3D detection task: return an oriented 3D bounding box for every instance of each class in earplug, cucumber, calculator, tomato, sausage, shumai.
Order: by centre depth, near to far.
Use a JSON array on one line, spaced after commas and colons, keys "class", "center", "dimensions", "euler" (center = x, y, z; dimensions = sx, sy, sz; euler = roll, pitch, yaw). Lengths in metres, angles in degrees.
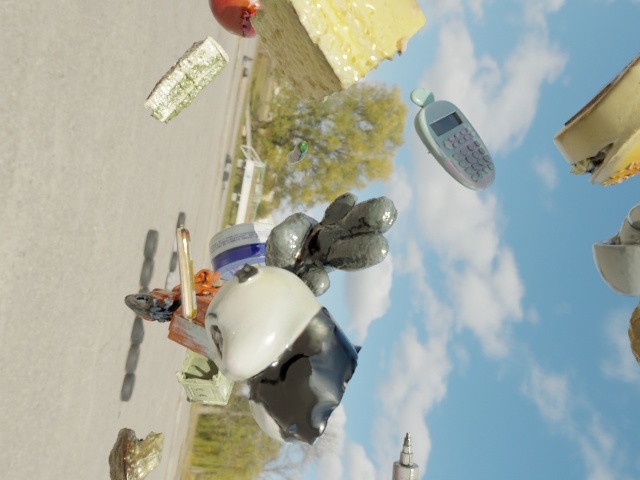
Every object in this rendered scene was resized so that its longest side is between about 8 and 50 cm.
[{"class": "sausage", "center": [-0.136, 0.034, 0.476], "dimensions": [0.015, 0.015, 0.100], "euler": [-156, -118, -81]}, {"class": "earplug", "center": [0.746, -0.010, 1.009], "dimensions": [0.325, 0.214, 0.175], "euler": [-59, -133, 36]}, {"class": "shumai", "center": [-0.410, 0.491, 1.031], "dimensions": [0.123, 0.105, 0.139], "euler": [-57, -159, 28]}, {"class": "cucumber", "center": [-0.055, -0.202, 1.105], "dimensions": [0.184, 0.033, 0.036], "euler": [174, -88, -75]}, {"class": "calculator", "center": [0.321, -0.250, 1.150], "dimensions": [0.186, 0.298, 0.041], "euler": [-34, 176, -38]}, {"class": "tomato", "center": [-0.211, -0.659, 1.290], "dimensions": [0.136, 0.195, 0.195], "euler": [144, -44, -75]}]

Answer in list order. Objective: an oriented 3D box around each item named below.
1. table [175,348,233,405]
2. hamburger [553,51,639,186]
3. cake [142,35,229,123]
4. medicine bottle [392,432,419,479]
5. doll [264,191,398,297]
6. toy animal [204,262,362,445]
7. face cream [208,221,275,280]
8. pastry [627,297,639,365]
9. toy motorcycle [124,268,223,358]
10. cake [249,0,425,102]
[{"class": "table", "center": [-0.205, 0.243, 0.840], "dimensions": [0.062, 0.079, 0.083], "euler": [-76, 164, -49]}, {"class": "hamburger", "center": [0.611, -0.239, 0.908], "dimensions": [0.300, 0.176, 0.300], "euler": [-41, 169, -10]}, {"class": "cake", "center": [-0.195, -0.227, 0.670], "dimensions": [0.140, 0.051, 0.055], "euler": [-48, -146, -7]}, {"class": "medicine bottle", "center": [0.179, 0.512, 0.997], "dimensions": [0.057, 0.058, 0.199], "euler": [147, -51, -77]}, {"class": "doll", "center": [-0.007, -0.003, 0.916], "dimensions": [0.340, 0.158, 0.245], "euler": [-22, -138, 55]}, {"class": "toy animal", "center": [-0.045, 0.117, 0.507], "dimensions": [0.138, 0.179, 0.166], "euler": [-44, 173, -19]}, {"class": "face cream", "center": [-0.202, 0.030, 1.298], "dimensions": [0.206, 0.206, 0.111], "euler": [122, -43, -67]}, {"class": "pastry", "center": [0.604, 0.135, 0.699], "dimensions": [0.240, 0.132, 0.235], "euler": [61, -38, 17]}, {"class": "toy motorcycle", "center": [-0.163, 0.155, 0.828], "dimensions": [0.221, 0.326, 0.147], "euler": [-2, 114, -77]}, {"class": "cake", "center": [0.046, -0.433, 0.884], "dimensions": [0.286, 0.227, 0.222], "euler": [-41, -158, -12]}]
